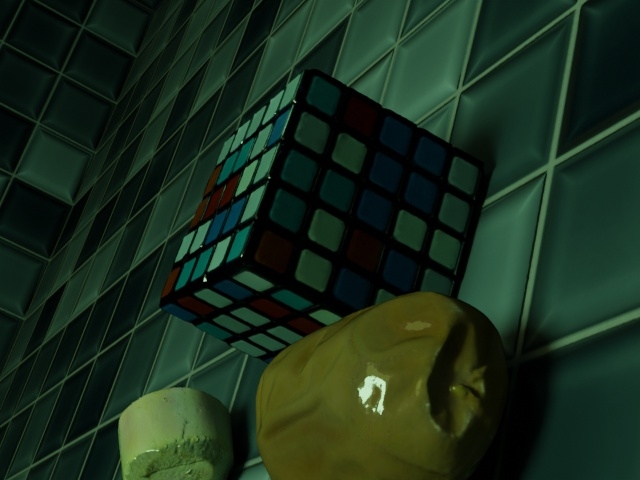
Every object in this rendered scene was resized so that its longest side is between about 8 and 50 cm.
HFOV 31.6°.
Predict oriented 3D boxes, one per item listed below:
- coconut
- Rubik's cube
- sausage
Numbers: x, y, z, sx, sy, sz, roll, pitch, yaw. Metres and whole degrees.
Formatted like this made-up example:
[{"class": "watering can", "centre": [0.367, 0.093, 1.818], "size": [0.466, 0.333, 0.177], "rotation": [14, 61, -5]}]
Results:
[{"class": "coconut", "centre": [-0.146, 0.206, 1.134], "size": [0.116, 0.116, 0.122], "rotation": [-53, 27, 24]}, {"class": "Rubik's cube", "centre": [0.000, 0.000, 0.941], "size": [0.187, 0.184, 0.182], "rotation": [-29, 38, 59]}, {"class": "sausage", "centre": [0.035, 0.117, 0.792], "size": [0.241, 0.120, 0.136], "rotation": [-25, 34, 59]}]
